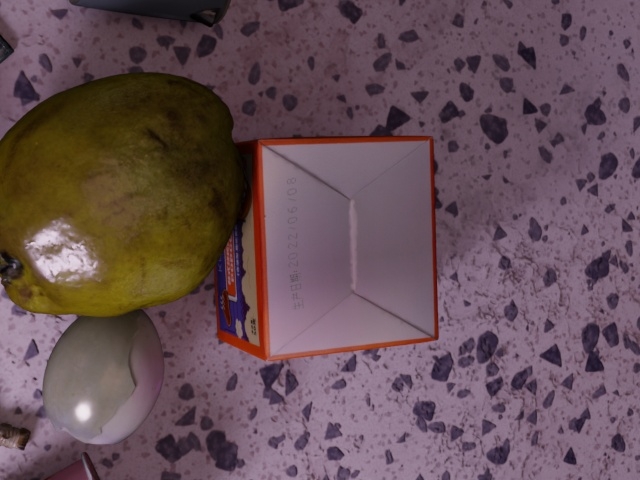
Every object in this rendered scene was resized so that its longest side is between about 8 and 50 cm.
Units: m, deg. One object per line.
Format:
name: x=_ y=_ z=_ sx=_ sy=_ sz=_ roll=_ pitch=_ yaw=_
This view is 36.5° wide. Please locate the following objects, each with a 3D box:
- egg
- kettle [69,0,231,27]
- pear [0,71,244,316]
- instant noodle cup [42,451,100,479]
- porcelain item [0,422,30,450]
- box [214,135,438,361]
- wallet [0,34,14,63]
egg: x=-0.334 y=0.200 z=1.524 sx=0.183 sy=0.183 sz=0.217 roll=20 pitch=93 yaw=-24
kettle: x=-0.270 y=-0.453 z=1.567 sx=0.243 sy=0.160 sz=0.210 roll=7 pitch=61 yaw=-31
pear: x=-0.306 y=-0.065 z=1.451 sx=0.413 sy=0.352 sz=0.351 roll=-33 pitch=105 yaw=-15
instant noodle cup: x=-0.418 y=0.482 z=1.484 sx=0.231 sy=0.243 sz=0.242 roll=-24 pitch=102 yaw=-15
porcelain item: x=-0.554 y=0.284 z=1.501 sx=0.213 sy=0.054 sz=0.084 roll=24 pitch=84 yaw=-24
box: x=0.000 y=0.000 z=1.631 sx=0.319 sy=0.257 sz=0.348 roll=-5 pitch=95 yaw=-23
wallet: x=-0.547 y=-0.315 z=1.493 sx=0.088 sy=0.026 sz=0.129 roll=-45 pitch=108 yaw=-17
